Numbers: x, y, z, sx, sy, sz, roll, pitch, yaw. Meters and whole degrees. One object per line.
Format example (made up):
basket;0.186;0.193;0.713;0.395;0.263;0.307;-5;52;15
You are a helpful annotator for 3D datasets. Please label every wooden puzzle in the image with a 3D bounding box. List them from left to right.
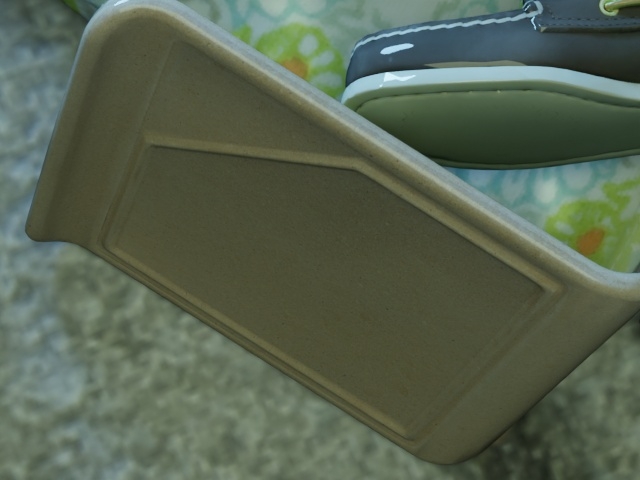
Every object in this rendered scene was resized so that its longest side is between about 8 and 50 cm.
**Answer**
wooden puzzle;0.000;0.000;0.823;0.238;0.221;0.044;28;63;-3

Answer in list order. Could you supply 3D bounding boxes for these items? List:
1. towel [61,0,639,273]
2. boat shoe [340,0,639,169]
towel;0.056;-0.179;0.848;0.374;0.090;0.320;35;84;-19
boat shoe;0.117;-0.074;0.802;0.227;0.081;0.069;0;69;-10
